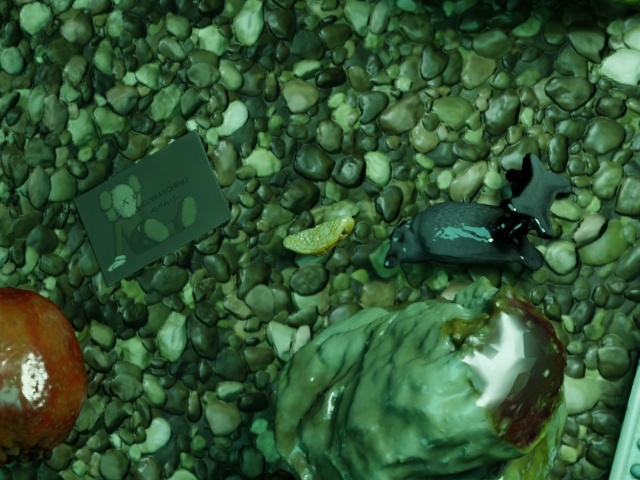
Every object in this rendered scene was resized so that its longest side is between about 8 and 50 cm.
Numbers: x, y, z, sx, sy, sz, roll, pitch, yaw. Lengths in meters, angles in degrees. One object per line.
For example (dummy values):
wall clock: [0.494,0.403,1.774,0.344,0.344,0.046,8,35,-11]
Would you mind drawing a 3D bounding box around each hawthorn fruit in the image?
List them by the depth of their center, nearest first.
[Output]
hawthorn fruit: [-0.389,0.145,1.784,0.205,0.205,0.253,-22,70,17]

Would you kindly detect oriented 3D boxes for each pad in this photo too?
pad: [-0.210,-0.040,1.839,0.190,0.004,0.127,-28,73,15]

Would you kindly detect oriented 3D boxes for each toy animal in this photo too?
toy animal: [0.176,-0.006,1.658,0.210,0.121,0.117,-22,120,34]

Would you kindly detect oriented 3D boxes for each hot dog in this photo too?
hot dog: [0.000,0.000,1.737,0.090,0.030,0.034,-20,77,18]

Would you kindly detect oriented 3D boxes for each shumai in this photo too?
shumai: [0.116,0.138,1.494,0.304,0.263,0.309,27,57,8]

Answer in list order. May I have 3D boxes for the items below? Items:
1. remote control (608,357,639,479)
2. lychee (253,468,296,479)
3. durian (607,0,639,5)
remote control: [0.399,0.138,1.546,0.128,0.065,0.335,14,88,24]
lychee: [-0.029,0.395,1.593,0.271,0.271,0.271,-3,82,21]
durian: [0.294,-0.342,1.561,0.256,0.340,0.204,4,105,45]
